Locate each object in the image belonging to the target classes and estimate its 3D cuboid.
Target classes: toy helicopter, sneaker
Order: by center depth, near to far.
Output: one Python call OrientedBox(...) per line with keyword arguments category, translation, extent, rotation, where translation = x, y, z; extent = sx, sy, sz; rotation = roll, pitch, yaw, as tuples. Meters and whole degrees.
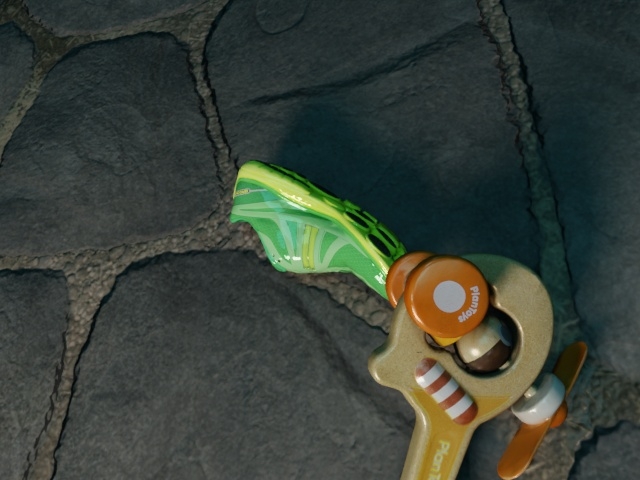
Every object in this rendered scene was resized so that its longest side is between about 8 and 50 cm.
OrientedBox(category="toy helicopter", translation=(0.157, 0.189, 0.648), extent=(0.235, 0.140, 0.354), rotation=(18, 89, -4))
OrientedBox(category="sneaker", translation=(0.000, 0.000, 0.804), extent=(0.296, 0.109, 0.123), rotation=(34, 109, 21))
